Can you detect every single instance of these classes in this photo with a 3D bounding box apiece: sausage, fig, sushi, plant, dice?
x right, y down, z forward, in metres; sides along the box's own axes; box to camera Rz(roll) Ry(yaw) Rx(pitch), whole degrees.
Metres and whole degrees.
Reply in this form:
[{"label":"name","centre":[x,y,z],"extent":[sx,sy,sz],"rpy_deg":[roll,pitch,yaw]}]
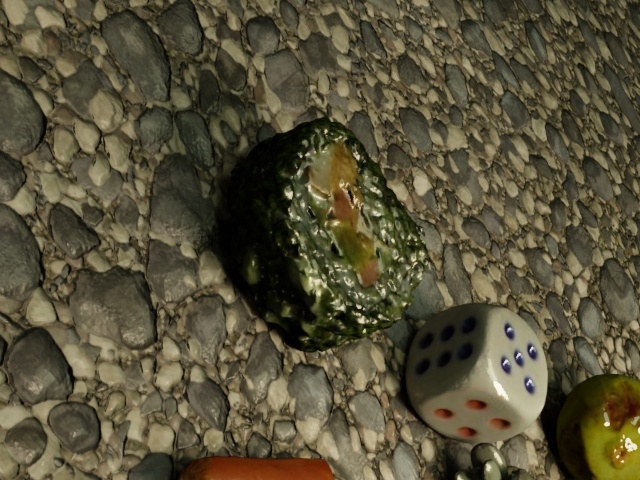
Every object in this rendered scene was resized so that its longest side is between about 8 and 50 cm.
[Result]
[{"label":"sausage","centre":[-0.078,0.350,1.450],"extent":[0.300,0.083,0.089],"rpy_deg":[12,50,-46]},{"label":"fig","centre":[0.600,0.387,2.096],"extent":[0.239,0.239,0.271],"rpy_deg":[64,18,-1]},{"label":"sushi","centre":[0.000,0.000,1.645],"extent":[0.352,0.178,0.294],"rpy_deg":[58,42,-15]},{"label":"plant","centre":[0.342,0.468,1.821],"extent":[0.274,0.149,0.146],"rpy_deg":[41,29,-31]},{"label":"dice","centre":[0.277,0.237,1.824],"extent":[0.192,0.193,0.194],"rpy_deg":[37,48,-29]}]
